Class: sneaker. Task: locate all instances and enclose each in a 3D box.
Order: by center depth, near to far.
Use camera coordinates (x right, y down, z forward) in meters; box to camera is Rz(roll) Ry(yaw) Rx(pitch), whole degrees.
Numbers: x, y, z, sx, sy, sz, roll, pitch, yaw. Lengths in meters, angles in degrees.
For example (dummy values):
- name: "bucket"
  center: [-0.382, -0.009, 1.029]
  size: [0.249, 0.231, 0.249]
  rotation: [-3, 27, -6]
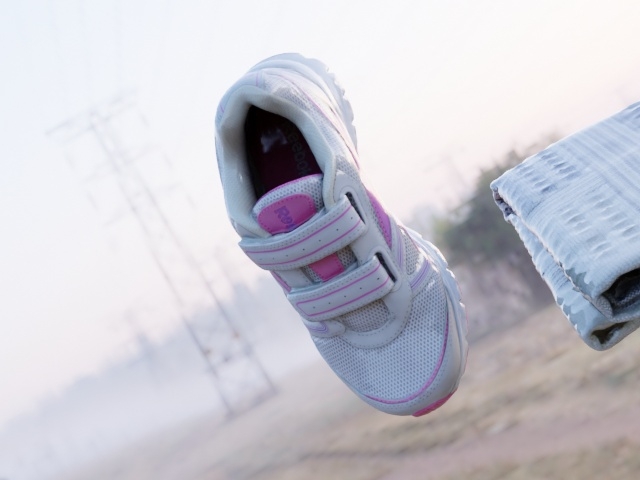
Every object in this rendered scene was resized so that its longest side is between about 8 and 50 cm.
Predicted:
- name: "sneaker"
  center: [0.000, 0.000, 1.081]
  size: [0.103, 0.252, 0.111]
  rotation: [-33, -8, 19]

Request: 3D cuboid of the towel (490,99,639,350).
- name: "towel"
  center: [0.261, -0.057, 0.998]
  size: [0.312, 0.056, 0.324]
  rotation: [-28, 12, 3]
